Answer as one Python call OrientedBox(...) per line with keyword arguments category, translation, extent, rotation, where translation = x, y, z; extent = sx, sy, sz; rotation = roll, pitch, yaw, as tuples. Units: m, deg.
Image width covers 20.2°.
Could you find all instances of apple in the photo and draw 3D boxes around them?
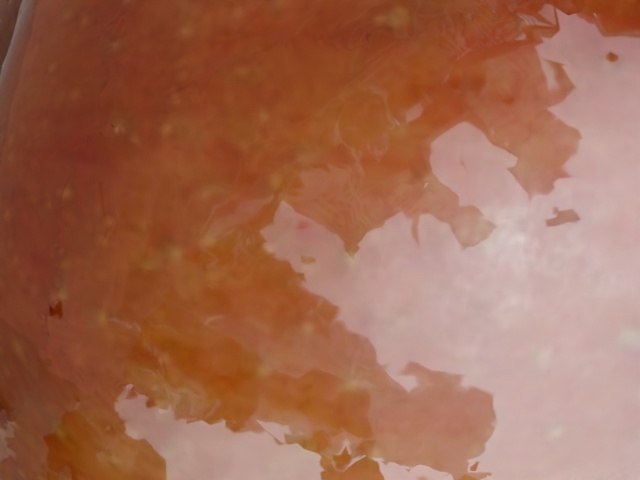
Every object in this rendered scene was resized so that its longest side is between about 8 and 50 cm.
OrientedBox(category="apple", translation=(0.000, 0.000, 0.474), extent=(0.206, 0.252, 0.272), rotation=(4, 163, -22))
